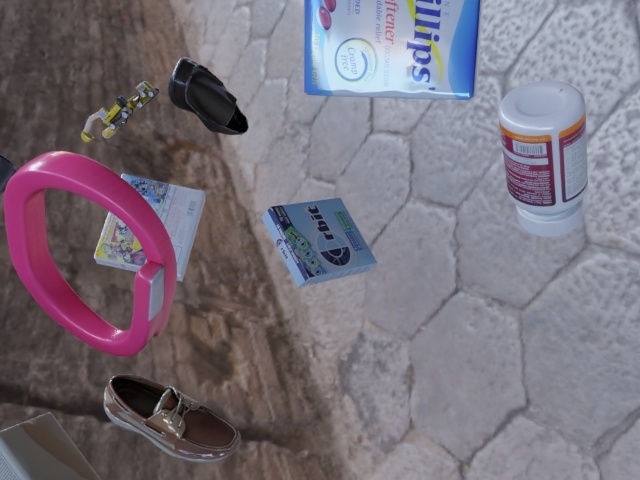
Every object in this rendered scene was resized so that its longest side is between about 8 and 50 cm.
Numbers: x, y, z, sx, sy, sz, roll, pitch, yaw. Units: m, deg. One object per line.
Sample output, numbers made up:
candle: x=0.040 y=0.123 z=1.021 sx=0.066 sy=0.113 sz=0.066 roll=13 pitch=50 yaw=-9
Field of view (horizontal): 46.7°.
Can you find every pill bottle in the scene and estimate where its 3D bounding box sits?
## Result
pill bottle: x=0.338 y=-0.117 z=1.115 sx=0.121 sy=0.121 sz=0.221 roll=-110 pitch=0 yaw=-49

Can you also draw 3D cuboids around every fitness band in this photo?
fitness band: x=-0.266 y=0.022 z=0.853 sx=0.054 sy=0.209 sz=0.291 roll=-52 pitch=-10 yaw=-41

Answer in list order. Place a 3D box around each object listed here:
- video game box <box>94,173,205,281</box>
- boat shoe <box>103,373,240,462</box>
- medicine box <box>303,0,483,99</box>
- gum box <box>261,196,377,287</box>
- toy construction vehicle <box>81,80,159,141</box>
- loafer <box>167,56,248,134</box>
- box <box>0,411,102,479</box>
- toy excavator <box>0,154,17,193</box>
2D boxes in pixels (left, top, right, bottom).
video game box: x=-0.361 y=-0.028 z=1.582 sx=0.048 sy=0.187 sz=0.205 roll=110 pitch=173 yaw=-65
boat shoe: x=-0.330 y=0.384 z=1.614 sx=0.116 sy=0.324 sz=0.123 roll=100 pitch=-170 yaw=-47
medicine box: x=0.128 y=-0.377 z=1.260 sx=0.149 sy=0.289 sz=0.264 roll=-41 pitch=-46 yaw=-70
gum box: x=0.000 y=0.000 z=1.398 sx=0.041 sy=0.184 sz=0.157 roll=-45 pitch=66 yaw=40
toy construction vehicle: x=-0.274 y=-0.175 z=1.002 sx=0.098 sy=0.035 sz=0.086 roll=-37 pitch=14 yaw=22
loafer: x=-0.176 y=-0.236 z=1.234 sx=0.078 sy=0.220 sz=0.080 roll=20 pitch=86 yaw=20
box: x=-0.437 y=0.460 z=1.231 sx=0.311 sy=0.121 sz=0.148 roll=47 pitch=114 yaw=16
toy excavator: x=-0.668 y=-0.145 z=1.018 sx=0.433 sy=0.445 sz=0.222 roll=14 pitch=67 yaw=54
